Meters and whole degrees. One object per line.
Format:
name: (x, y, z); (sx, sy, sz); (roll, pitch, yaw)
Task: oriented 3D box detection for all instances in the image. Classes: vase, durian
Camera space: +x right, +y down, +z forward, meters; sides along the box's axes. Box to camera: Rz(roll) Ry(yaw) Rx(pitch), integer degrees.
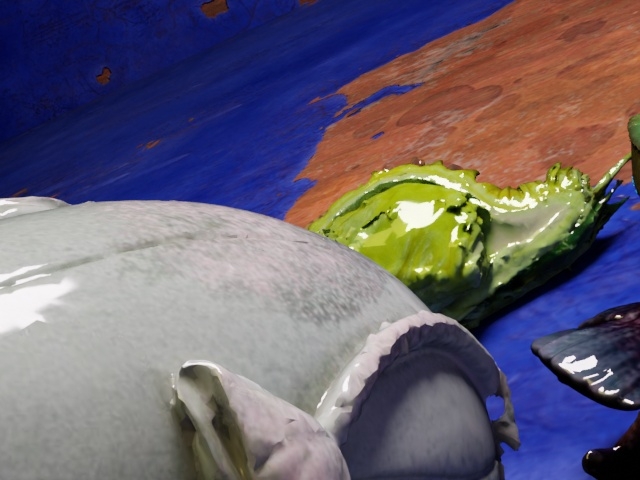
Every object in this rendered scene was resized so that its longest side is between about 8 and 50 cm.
vase: (-0.120, 0.090, 0.381); (0.250, 0.250, 0.445); (-15, -14, 35)
durian: (0.062, 0.014, 0.797); (0.375, 0.107, 0.132); (-29, 23, 11)

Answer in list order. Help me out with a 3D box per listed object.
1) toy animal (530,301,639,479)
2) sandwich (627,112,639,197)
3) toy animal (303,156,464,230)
toy animal: (0.194, 0.050, 0.485); (0.179, 0.116, 0.218); (-32, 12, -9)
sandwich: (0.267, -0.032, 0.682); (0.159, 0.079, 0.235); (-23, 20, -19)
toy animal: (0.001, 0.002, 0.999); (0.275, 0.054, 0.149); (-30, 16, -1)
